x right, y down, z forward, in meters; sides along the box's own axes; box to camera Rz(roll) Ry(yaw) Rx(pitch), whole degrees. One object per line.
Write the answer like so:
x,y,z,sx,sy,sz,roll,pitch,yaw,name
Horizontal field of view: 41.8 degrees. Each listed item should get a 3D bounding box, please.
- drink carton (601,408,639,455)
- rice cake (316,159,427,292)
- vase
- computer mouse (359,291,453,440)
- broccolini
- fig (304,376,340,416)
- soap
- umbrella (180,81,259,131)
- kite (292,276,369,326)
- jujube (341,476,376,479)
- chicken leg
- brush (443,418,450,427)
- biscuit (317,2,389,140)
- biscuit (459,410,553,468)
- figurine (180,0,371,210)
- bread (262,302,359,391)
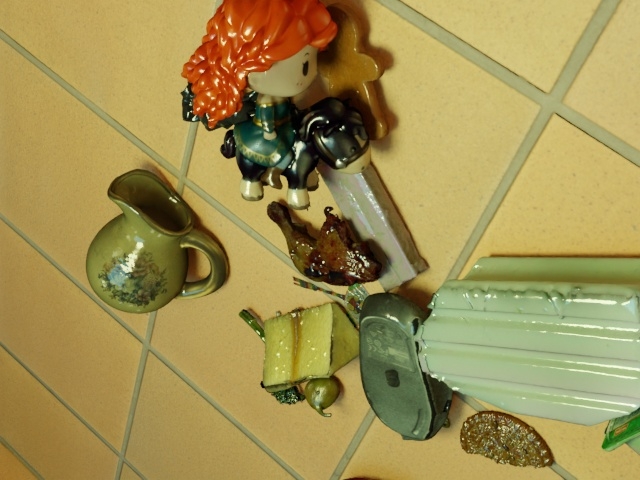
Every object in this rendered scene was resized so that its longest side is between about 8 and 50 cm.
0.578,0.320,1.390,0.142,0.144,0.146,38,137,2,drink carton
0.100,-0.044,1.619,0.106,0.050,0.298,-20,102,48,rice cake
-0.376,0.027,1.992,0.329,0.241,0.302,23,122,-8,vase
0.175,0.248,1.704,0.203,0.114,0.374,16,132,31,computer mouse
-0.136,0.287,2.050,0.123,0.062,0.271,-22,100,37,broccolini
0.001,0.363,1.946,0.084,0.098,0.082,6,142,16,fig
0.377,0.164,1.436,0.446,0.156,0.261,-2,116,42,soap
-0.151,-0.251,1.665,0.272,0.122,0.110,25,175,22,umbrella
0.035,0.118,1.818,0.244,0.006,0.198,22,130,30,kite
0.116,0.652,1.985,0.250,0.174,0.174,-6,112,40,jujube
0.001,0.011,1.689,0.322,0.083,0.177,10,120,52,chicken leg
0.204,0.329,1.809,0.205,0.011,0.083,44,137,8,brush
0.057,-0.299,1.493,0.165,0.036,0.250,15,126,47,biscuit
0.365,0.403,1.704,0.206,0.025,0.126,-3,115,42,biscuit
-0.073,-0.247,1.474,0.306,0.241,0.412,-8,117,39,figurine
-0.024,0.252,1.891,0.142,0.178,0.266,29,150,-26,bread
